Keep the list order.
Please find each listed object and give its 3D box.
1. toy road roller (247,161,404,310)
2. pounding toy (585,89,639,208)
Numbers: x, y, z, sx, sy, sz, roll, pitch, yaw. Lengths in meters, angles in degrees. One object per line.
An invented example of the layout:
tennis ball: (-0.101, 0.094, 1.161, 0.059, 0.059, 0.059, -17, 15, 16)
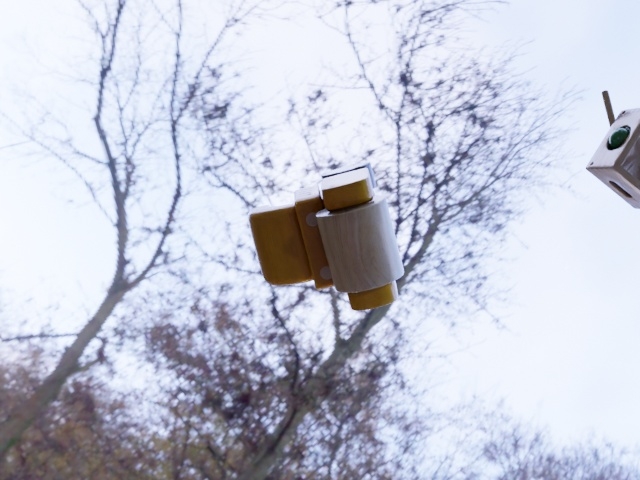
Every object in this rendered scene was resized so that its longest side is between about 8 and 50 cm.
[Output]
toy road roller: (0.000, 0.000, 1.419, 0.240, 0.329, 0.202, -15, -79, 2)
pounding toy: (0.470, -0.139, 1.246, 0.141, 0.100, 0.130, 35, -96, -15)
